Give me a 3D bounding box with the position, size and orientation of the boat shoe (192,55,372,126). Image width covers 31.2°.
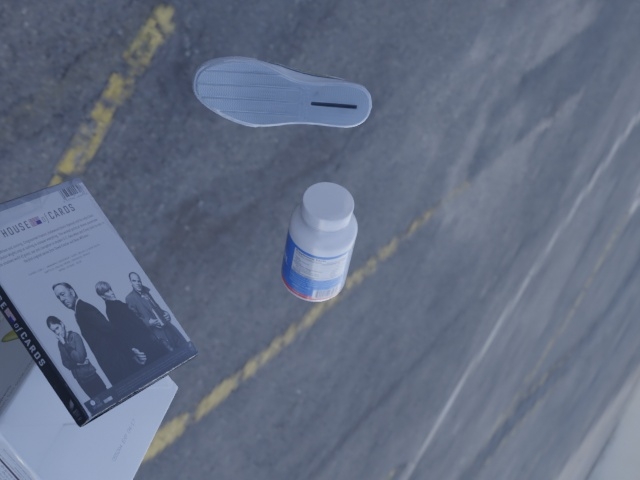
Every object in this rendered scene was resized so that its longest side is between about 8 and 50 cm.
[{"bbox_3d":[-0.067,-0.240,1.899,0.094,0.302,0.109,-132,-128,-70],"label":"boat shoe"}]

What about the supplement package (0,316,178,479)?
[{"bbox_3d":[-0.327,0.216,1.404,0.204,0.145,0.262,56,32,-25],"label":"supplement package"}]

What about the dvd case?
[{"bbox_3d":[-0.250,0.056,1.188,0.029,0.238,0.179,-39,174,35],"label":"dvd case"}]

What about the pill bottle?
[{"bbox_3d":[0.000,0.000,2.058,0.124,0.124,0.221,-47,160,-36],"label":"pill bottle"}]
